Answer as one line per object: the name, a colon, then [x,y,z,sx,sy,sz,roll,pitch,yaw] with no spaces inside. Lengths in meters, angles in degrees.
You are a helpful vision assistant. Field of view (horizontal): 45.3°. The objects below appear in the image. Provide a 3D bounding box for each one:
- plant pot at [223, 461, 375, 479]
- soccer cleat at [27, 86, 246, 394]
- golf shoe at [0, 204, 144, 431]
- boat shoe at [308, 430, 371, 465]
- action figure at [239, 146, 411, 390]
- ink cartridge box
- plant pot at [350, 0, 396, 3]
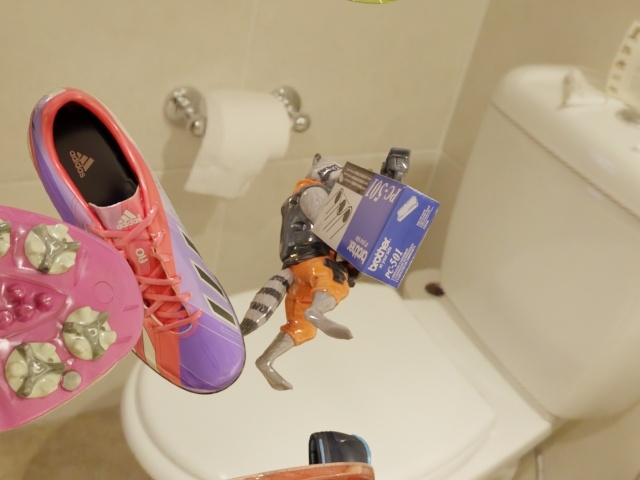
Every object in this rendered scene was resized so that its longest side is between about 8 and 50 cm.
plant pot: [-0.056,0.316,0.495,0.272,0.272,0.265,-5,62,-25]
soccer cleat: [-0.166,0.008,0.698,0.108,0.318,0.116,-30,7,-16]
golf shoe: [-0.234,0.058,0.343,0.306,0.140,0.115,-11,78,-37]
boat shoe: [-0.004,0.366,0.949,0.089,0.109,0.258,21,52,-18]
action figure: [0.000,0.000,1.071,0.178,0.341,0.330,14,52,-6]
ink cartridge box: [0.053,-0.024,0.839,0.046,0.097,0.207,26,4,-19]
plant pot: [0.046,-0.284,0.752,0.083,0.079,0.083,6,35,-4]
